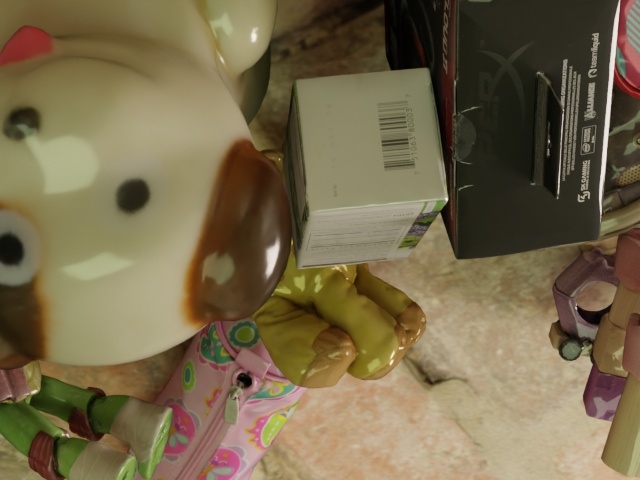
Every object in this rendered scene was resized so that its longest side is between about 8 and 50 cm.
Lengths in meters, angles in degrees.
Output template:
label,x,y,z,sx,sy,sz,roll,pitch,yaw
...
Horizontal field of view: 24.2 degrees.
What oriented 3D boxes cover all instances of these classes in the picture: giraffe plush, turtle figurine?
label,x,y,z,sx,sy,sz,roll,pitch,yaw
giraffe plush,0.000,0.000,1.269,0.210,0.181,0.170,27,118,16
turtle figurine,-0.287,0.185,1.332,0.266,0.274,0.198,21,173,9

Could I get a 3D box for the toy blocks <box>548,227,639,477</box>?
label,x,y,z,sx,sy,sz,roll,pitch,yaw
toy blocks,0.371,0.045,1.247,0.289,0.309,0.260,12,106,-3

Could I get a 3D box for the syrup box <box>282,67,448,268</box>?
label,x,y,z,sx,sy,sz,roll,pitch,yaw
syrup box,0.026,-0.045,1.081,0.096,0.093,0.237,-6,170,-3

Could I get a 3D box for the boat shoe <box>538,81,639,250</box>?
label,x,y,z,sx,sy,sz,roll,pitch,yaw
boat shoe,0.273,-0.094,1.232,0.356,0.132,0.130,-18,101,5

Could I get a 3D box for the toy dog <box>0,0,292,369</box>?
label,x,y,z,sx,sy,sz,roll,pitch,yaw
toy dog,-0.155,-0.096,0.983,0.285,0.408,0.395,-4,129,0

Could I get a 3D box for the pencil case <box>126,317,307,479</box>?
label,x,y,z,sx,sy,sz,roll,pitch,yaw
pencil case,-0.101,0.173,1.406,0.124,0.124,0.284,18,128,-20

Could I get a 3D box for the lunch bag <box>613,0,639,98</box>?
label,x,y,z,sx,sy,sz,roll,pitch,yaw
lunch bag,0.292,-0.247,1.064,0.258,0.120,0.293,1,114,2

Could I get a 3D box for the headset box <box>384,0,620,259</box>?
label,x,y,z,sx,sy,sz,roll,pitch,yaw
headset box,0.120,-0.145,1.044,0.110,0.293,0.218,-8,130,-4
